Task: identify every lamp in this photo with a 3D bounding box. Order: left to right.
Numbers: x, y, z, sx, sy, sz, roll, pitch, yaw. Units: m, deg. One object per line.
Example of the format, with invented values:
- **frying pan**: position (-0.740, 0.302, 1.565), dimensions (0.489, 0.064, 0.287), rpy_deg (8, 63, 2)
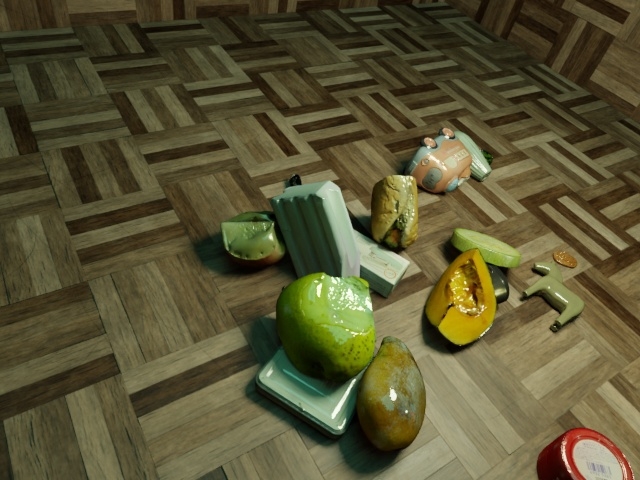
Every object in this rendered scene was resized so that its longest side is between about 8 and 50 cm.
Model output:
- **lamp**: position (-0.004, 0.365, 1.297), dimensions (0.269, 0.047, 0.266), rpy_deg (28, 44, 14)

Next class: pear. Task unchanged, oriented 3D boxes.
- **pear**: position (0.024, 0.239, 1.279), dimensions (0.287, 0.176, 0.281), rpy_deg (5, 45, -9)

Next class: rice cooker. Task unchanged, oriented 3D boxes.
- **rice cooker**: position (0.556, 0.144, 1.593), dimensions (0.106, 0.112, 0.165), rpy_deg (-20, 48, -22)

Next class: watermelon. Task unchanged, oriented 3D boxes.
- **watermelon**: position (0.725, -0.394, 2.179), dimensions (0.163, 0.069, 0.087), rpy_deg (16, 46, -1)

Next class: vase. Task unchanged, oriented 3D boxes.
- **vase**: position (0.655, -0.370, 2.107), dimensions (0.128, 0.128, 0.248), rpy_deg (-25, 67, -32)

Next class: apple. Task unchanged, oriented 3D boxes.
- **apple**: position (-0.210, -0.006, 1.523), dimensions (0.189, 0.173, 0.207), rpy_deg (-11, 51, 12)

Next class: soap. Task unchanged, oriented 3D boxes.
- **soap**: position (0.000, 0.000, 1.486), dimensions (0.208, 0.346, 0.115), rpy_deg (-4, 24, 36)

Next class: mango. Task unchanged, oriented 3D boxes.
- **mango**: position (0.187, 0.392, 1.242), dimensions (0.193, 0.146, 0.316), rpy_deg (38, 37, -17)

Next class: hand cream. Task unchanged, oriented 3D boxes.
- **hand cream**: position (0.663, 0.582, 1.192), dimensions (0.193, 0.125, 0.193), rpy_deg (6, 44, -6)

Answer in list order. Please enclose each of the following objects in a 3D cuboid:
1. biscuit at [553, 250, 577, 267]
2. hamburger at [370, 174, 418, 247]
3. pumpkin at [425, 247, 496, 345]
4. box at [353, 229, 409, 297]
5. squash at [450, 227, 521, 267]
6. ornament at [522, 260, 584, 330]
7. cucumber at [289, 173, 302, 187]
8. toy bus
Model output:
- **biscuit**: position (0.940, 0.069, 1.822), dimensions (0.091, 0.015, 0.078), rpy_deg (18, 46, 4)
- **hamburger**: position (0.251, -0.068, 1.621), dimensions (0.162, 0.330, 0.208), rpy_deg (4, 68, 5)
- **pumpkin**: position (0.457, 0.196, 1.521), dimensions (0.169, 0.148, 0.312), rpy_deg (37, 73, -14)
- **box**: position (0.151, 0.067, 1.596), dimensions (0.269, 0.079, 0.135), rpy_deg (31, 48, 16)
- **squash**: position (0.593, 0.022, 1.694), dimensions (0.252, 0.048, 0.252), rpy_deg (14, 18, -5)
- **ornament**: position (0.811, 0.175, 1.659), dimensions (0.245, 0.061, 0.230), rpy_deg (-23, 54, -29)
- **cucumber**: position (-0.089, -0.179, 1.798), dimensions (0.053, 0.053, 0.181), rpy_deg (0, 48, -13)
- **toy bus**: position (0.504, -0.312, 1.982), dimensions (0.288, 0.194, 0.232), rpy_deg (-33, 74, -36)
